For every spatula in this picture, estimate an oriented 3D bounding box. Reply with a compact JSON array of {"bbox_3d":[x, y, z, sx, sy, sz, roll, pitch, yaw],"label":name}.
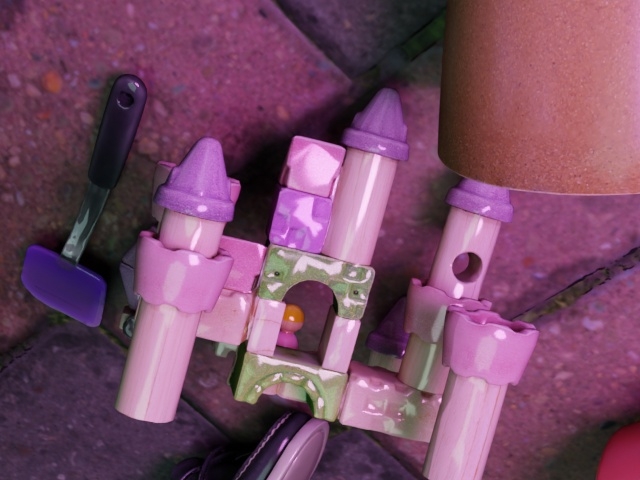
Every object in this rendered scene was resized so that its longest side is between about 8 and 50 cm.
[{"bbox_3d":[-0.198,-0.029,1.061,0.084,0.030,0.296,26,128,-1],"label":"spatula"}]

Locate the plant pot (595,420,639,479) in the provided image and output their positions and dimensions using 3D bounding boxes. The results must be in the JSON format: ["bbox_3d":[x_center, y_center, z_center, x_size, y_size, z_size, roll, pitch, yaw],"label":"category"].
[{"bbox_3d":[0.363,0.231,0.962,0.243,0.275,0.275,-12,122,35],"label":"plant pot"}]

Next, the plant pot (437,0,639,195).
[{"bbox_3d":[0.176,-0.183,0.739,0.237,0.237,0.254,-2,111,17],"label":"plant pot"}]

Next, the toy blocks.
[{"bbox_3d":[0.000,0.000,0.943,0.288,0.309,0.260,13,96,-9],"label":"toy blocks"}]

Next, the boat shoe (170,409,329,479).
[{"bbox_3d":[-0.102,0.264,1.197,0.113,0.127,0.340,39,132,15],"label":"boat shoe"}]
